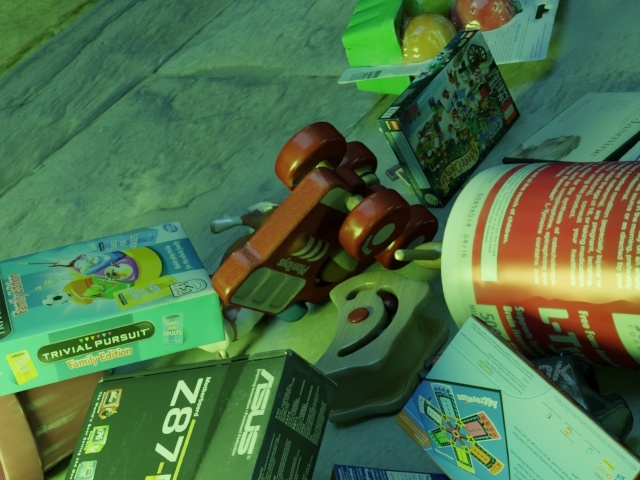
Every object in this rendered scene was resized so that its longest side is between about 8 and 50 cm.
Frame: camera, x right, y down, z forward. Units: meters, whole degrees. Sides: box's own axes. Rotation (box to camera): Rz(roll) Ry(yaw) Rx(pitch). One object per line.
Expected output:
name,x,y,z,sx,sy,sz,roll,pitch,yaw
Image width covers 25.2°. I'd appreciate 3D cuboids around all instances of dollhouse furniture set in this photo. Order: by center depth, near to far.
dollhouse furniture set,0.138,-0.138,2.180,0.091,0.081,0.114,-31,27,-3

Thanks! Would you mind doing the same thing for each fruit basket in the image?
fruit basket,0.229,-0.355,2.433,0.352,0.165,0.327,-1,36,16

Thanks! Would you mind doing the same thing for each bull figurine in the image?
bull figurine,-0.120,0.056,2.070,0.188,0.101,0.310,11,48,45

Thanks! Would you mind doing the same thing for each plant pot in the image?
plant pot,-0.386,0.226,1.962,0.180,0.201,0.201,-23,24,-22

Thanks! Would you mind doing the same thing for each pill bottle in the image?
pill bottle,0.351,0.026,1.546,0.407,0.229,0.229,1,40,44

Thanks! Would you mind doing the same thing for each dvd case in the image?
dvd case,0.382,-0.151,1.991,0.180,0.022,0.253,-37,18,-16

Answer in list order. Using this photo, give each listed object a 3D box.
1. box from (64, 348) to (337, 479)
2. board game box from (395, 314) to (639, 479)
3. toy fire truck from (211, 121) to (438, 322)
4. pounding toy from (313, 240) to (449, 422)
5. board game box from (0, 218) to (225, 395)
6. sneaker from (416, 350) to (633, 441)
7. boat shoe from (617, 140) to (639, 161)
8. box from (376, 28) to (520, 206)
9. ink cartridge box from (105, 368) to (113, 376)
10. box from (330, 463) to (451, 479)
box,-0.166,0.322,1.519,0.318,0.097,0.395,-10,52,40
board game box,0.197,0.205,1.439,0.145,0.027,0.281,-54,42,7
toy fire truck,0.000,0.000,1.913,0.254,0.302,0.169,-46,68,9
pounding toy,0.060,0.086,1.798,0.154,0.155,0.269,-2,35,36
board game box,-0.321,0.087,1.917,0.336,0.079,0.254,-13,26,-13
sneaker,0.224,0.174,1.548,0.135,0.098,0.276,-39,35,-22
boat shoe,0.498,-0.131,1.776,0.367,0.136,0.156,-46,31,-23
box,0.194,-0.182,2.119,0.044,0.159,0.233,0,39,46
ink cartridge box,-0.363,0.149,2.189,0.104,0.060,0.180,-22,28,15
box,0.128,0.285,1.443,0.225,0.037,0.136,5,26,-10
